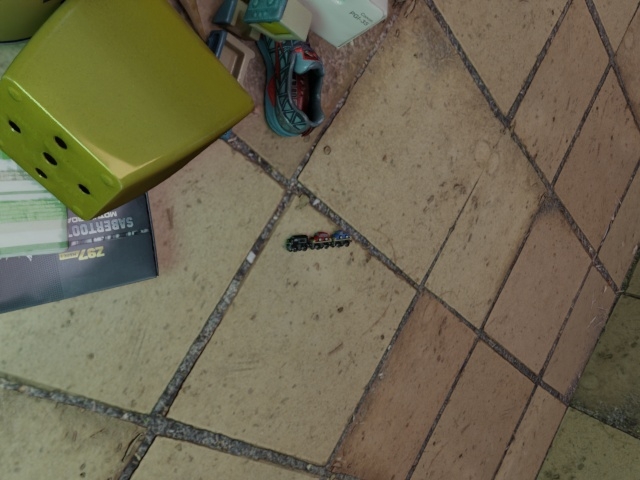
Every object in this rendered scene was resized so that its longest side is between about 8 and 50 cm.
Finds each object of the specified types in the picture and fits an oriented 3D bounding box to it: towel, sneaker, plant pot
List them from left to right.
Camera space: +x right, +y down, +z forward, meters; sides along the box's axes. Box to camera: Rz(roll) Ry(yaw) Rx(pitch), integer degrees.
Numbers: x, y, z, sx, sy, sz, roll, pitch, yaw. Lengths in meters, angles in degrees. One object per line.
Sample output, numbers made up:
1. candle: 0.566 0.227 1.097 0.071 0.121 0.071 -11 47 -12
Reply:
1. towel: -0.381 -0.055 0.583 0.113 0.023 0.152 -6 100 -37
2. plant pot: -0.248 -0.148 0.551 0.212 0.212 0.187 47 50 -20
3. sneaker: -0.035 -0.307 0.783 0.104 0.125 0.262 -20 113 -32

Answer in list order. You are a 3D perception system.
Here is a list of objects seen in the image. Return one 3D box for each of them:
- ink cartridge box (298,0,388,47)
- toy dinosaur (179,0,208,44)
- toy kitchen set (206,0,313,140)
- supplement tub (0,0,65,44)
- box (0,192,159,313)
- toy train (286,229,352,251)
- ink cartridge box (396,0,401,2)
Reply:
1. ink cartridge box: 0.000 -0.480 0.715 0.207 0.117 0.283 17 69 -38
2. toy dinosaur: -0.209 -0.375 0.683 0.092 0.053 0.183 -27 116 -30
3. toy kitchen set: -0.130 -0.256 0.682 0.122 0.166 0.207 13 97 -47
4. supplement tub: -0.326 -0.330 0.422 0.241 0.331 0.241 -7 102 -32
5. box: -0.359 -0.014 0.656 0.232 0.059 0.183 -12 108 -33
6. toy train: 0.000 0.000 0.949 0.158 0.027 0.036 -5 93 -35
7. ink cartridge box: 0.183 -0.589 0.903 0.139 0.082 0.191 -42 124 -21
